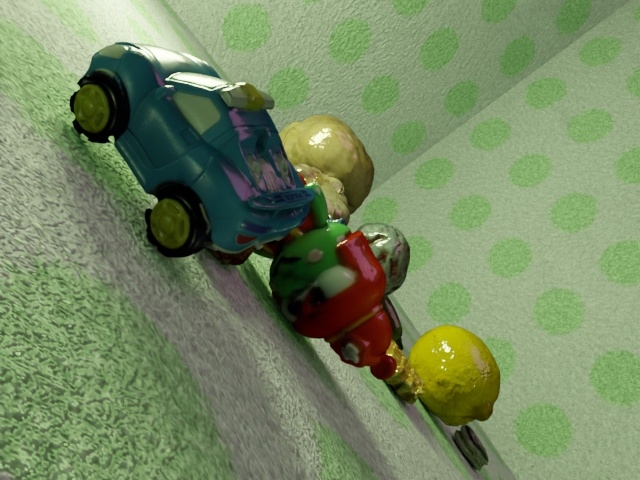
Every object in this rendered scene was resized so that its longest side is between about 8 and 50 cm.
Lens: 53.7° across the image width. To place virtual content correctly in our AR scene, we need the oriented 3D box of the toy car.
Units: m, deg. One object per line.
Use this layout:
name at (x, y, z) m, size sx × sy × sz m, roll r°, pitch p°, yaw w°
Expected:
toy car at (-0.137, -0.125, 0.734) m, size 0.314 × 0.166 × 0.198 m, roll 55°, pitch 26°, yaw 10°

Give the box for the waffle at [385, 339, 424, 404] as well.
waffle at (0.167, 0.290, 1.532) m, size 0.229 × 0.057 × 0.219 m, roll 54°, pitch 6°, yaw 7°

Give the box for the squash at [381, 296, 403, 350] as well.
squash at (0.197, 0.217, 2.090) m, size 0.318 × 0.071 × 0.080 m, roll 57°, pitch -34°, yaw 28°

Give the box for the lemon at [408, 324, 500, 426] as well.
lemon at (0.380, 0.381, 1.794) m, size 0.245 × 0.245 × 0.320 m, roll 48°, pitch 8°, yaw -45°

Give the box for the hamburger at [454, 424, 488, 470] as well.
hamburger at (0.452, 0.617, 1.888) m, size 0.133 × 0.062 × 0.140 m, roll 56°, pitch 4°, yaw 9°

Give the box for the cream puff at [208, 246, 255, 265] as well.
cream puff at (-0.136, -0.037, 0.892) m, size 0.149 × 0.084 × 0.149 m, roll 55°, pitch 6°, yaw -8°

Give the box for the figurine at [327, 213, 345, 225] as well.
figurine at (-0.040, -0.008, 1.312) m, size 0.114 × 0.178 × 0.145 m, roll 21°, pitch 70°, yaw -48°

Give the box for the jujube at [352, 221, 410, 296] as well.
jujube at (0.172, 0.064, 1.976) m, size 0.215 × 0.246 × 0.308 m, roll 42°, pitch 15°, yaw -4°

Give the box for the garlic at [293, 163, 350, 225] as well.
garlic at (-0.024, -0.111, 1.903) m, size 0.245 × 0.160 × 0.245 m, roll 29°, pitch 42°, yaw -30°

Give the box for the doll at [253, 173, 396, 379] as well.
doll at (0.010, 0.062, 1.000) m, size 0.363 × 0.182 × 0.160 m, roll 58°, pitch 31°, yaw 5°

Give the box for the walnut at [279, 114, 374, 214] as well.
walnut at (0.008, -0.245, 2.150) m, size 0.381 × 0.381 × 0.381 m, roll 53°, pitch 6°, yaw -7°
